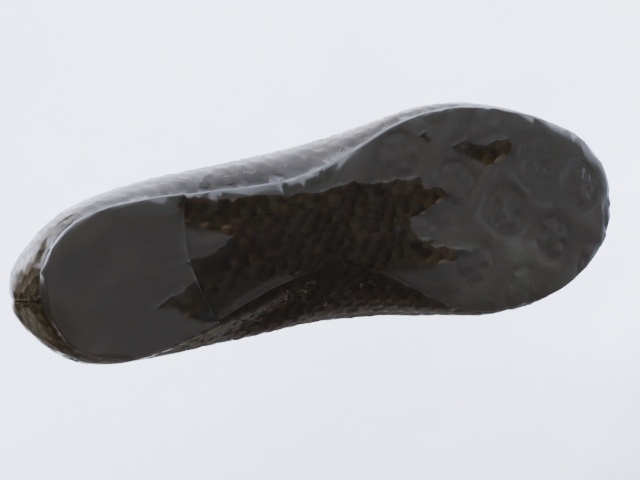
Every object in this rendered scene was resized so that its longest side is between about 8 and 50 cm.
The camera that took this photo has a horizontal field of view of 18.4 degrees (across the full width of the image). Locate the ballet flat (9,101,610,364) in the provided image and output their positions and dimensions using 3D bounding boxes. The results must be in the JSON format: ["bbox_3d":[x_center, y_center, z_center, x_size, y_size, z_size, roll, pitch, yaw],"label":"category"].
[{"bbox_3d":[0.000,0.000,0.740,0.250,0.084,0.058,-13,3,-29],"label":"ballet flat"}]
